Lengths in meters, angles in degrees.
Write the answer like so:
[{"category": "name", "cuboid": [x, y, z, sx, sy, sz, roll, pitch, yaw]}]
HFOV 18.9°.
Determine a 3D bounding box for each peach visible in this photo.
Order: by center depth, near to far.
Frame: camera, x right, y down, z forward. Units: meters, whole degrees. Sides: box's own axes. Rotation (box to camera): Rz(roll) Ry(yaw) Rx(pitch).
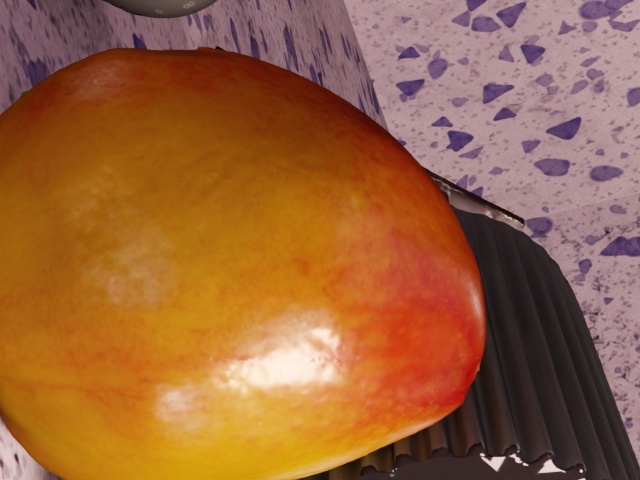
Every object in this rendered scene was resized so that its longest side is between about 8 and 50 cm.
[{"category": "peach", "cuboid": [-0.060, 0.017, 1.200, 0.289, 0.307, 0.289, -13, 90, -79]}]

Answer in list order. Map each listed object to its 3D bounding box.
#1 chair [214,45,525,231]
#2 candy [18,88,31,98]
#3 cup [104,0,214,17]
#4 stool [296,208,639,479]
[{"category": "chair", "cuboid": [0.000, 0.000, 2.183, 0.241, 0.416, 0.203, -59, -173, 19]}, {"category": "candy", "cuboid": [-0.185, -0.071, 1.467, 0.178, 0.032, 0.102, -38, 115, -81]}, {"category": "cup", "cuboid": [-0.162, -0.307, 1.629, 0.258, 0.186, 0.234, 49, -2, 4]}, {"category": "stool", "cuboid": [0.090, 0.162, 1.419, 0.330, 0.297, 0.297, -93, 167, -56]}]
